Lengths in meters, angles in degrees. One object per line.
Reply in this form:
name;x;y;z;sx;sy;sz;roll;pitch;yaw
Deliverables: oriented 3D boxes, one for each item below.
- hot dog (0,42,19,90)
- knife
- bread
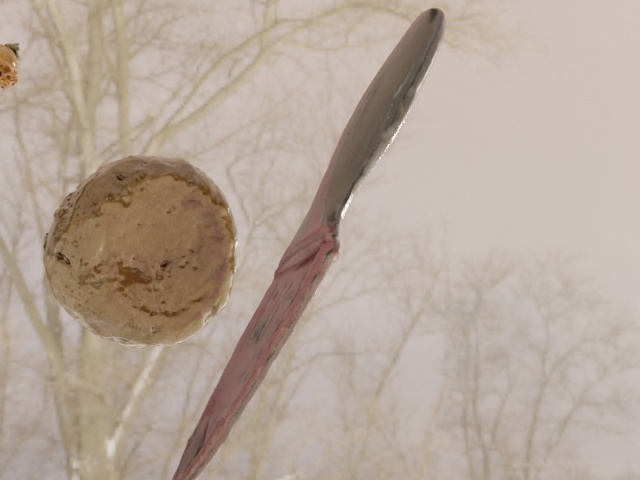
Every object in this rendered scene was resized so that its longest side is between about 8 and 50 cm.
hot dog;-0.407;-0.176;1.131;0.188;0.055;0.072;-18;-3;-37
knife;0.000;0.000;0.434;0.018;0.247;0.035;38;-22;-27
bread;-0.205;0.009;1.204;0.230;0.230;0.123;13;2;-34
